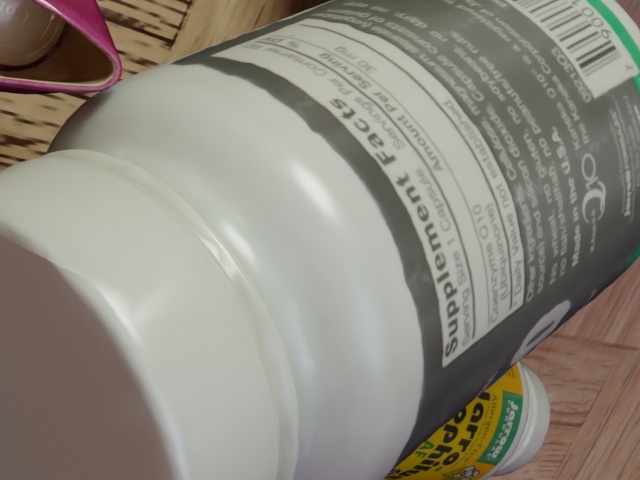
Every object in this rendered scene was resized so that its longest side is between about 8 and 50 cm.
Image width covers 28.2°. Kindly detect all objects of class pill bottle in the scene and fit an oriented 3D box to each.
[{"bbox_3d":[0.000,0.000,0.588,0.361,0.204,0.204,-30,135,-44],"label":"pill bottle"},{"bbox_3d":[0.064,0.102,0.837,0.208,0.117,0.117,22,100,-50],"label":"pill bottle"}]

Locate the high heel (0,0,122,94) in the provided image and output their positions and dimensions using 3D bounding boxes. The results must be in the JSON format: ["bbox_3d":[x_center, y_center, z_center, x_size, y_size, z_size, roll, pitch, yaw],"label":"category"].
[{"bbox_3d":[-0.189,-0.098,0.453,0.244,0.117,0.082,13,107,-48],"label":"high heel"}]
